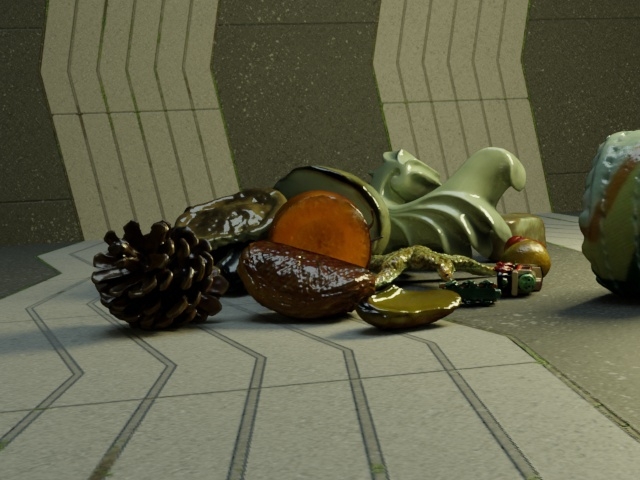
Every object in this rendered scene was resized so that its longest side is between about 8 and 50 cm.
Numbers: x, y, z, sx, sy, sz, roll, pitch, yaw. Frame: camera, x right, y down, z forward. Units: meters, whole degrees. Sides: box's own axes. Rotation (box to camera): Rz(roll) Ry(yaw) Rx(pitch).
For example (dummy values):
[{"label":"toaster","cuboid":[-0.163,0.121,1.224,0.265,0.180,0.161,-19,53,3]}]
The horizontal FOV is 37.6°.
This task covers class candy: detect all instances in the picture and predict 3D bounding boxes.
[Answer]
[{"label":"candy","cuboid":[0.460,-0.010,2.238,0.102,0.104,0.234,-1,5,35]}]

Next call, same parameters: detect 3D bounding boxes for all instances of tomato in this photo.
[{"label":"tomato","cuboid":[0.425,0.030,1.953,0.087,0.075,0.087,12,0,0]}]

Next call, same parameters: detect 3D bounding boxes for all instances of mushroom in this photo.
[{"label":"mushroom","cuboid":[0.034,-0.067,2.055,0.267,0.189,0.164,8,8,21]}]

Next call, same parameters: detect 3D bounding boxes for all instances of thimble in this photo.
[{"label":"thimble","cuboid":[0.544,-0.052,1.530,0.167,0.288,0.254,3,-25,39]}]

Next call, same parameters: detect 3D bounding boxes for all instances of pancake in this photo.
[{"label":"pancake","cuboid":[-0.179,-0.047,1.878,0.236,0.042,0.222,-4,32,19]}]

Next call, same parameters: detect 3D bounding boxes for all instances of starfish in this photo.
[{"label":"starfish","cuboid":[0.166,0.052,1.869,0.358,0.078,0.347,-1,7,28]}]

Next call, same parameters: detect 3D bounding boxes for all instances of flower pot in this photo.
[{"label":"flower pot","cuboid":[0.268,-0.074,2.114,0.368,0.254,0.164,2,-15,35]}]

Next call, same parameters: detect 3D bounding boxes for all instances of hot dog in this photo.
[{"label":"hot dog","cuboid":[-0.021,0.066,1.492,0.227,0.099,0.160,12,11,29]}]

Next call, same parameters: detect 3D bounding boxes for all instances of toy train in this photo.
[{"label":"toy train","cuboid":[0.345,0.068,1.642,0.087,0.050,0.138,2,5,15]},{"label":"toy train","cuboid":[0.241,0.085,1.534,0.103,0.044,0.064,0,1,2]}]

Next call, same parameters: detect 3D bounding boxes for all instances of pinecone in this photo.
[{"label":"pinecone","cuboid":[-0.254,0.054,1.440,0.186,0.168,0.212,-16,-11,10]}]

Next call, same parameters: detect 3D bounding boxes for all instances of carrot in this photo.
[{"label":"carrot","cuboid":[0.000,0.000,1.748,0.193,0.214,0.331,41,-2,-2]}]

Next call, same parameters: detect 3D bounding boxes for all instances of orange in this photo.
[{"label":"orange","cuboid":[0.379,0.043,1.745,0.095,0.085,0.085,-17,2,10]}]

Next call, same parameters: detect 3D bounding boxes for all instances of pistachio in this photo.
[{"label":"pistachio","cuboid":[0.122,0.100,1.356,0.173,0.049,0.089,-3,27,-28]}]

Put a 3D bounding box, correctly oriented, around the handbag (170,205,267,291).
[{"label":"handbag","cuboid":[-0.207,0.031,1.930,0.342,0.152,0.288,-1,20,29]}]
